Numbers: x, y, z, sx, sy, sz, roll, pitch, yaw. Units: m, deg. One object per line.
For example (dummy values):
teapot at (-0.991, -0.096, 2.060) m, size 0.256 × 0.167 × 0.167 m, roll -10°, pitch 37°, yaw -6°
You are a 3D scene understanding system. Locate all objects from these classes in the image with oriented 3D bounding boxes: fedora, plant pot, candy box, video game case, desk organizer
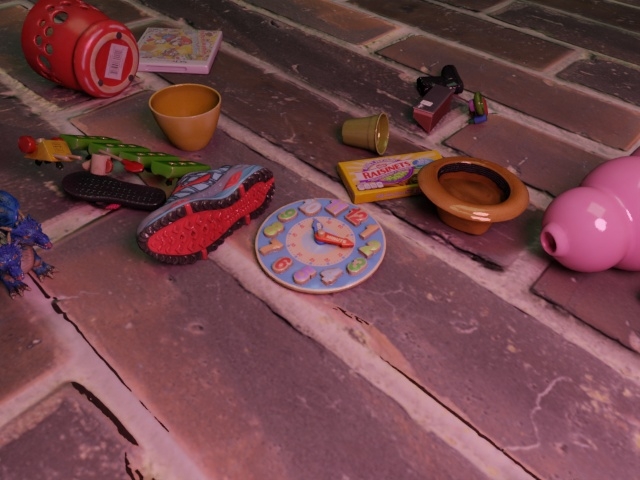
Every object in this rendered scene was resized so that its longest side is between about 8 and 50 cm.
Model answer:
fedora at (0.252, -0.070, 0.870) m, size 0.195 × 0.079 × 0.194 m, roll 1°, pitch 39°, yaw -1°
plant pot at (0.088, -0.216, 1.025) m, size 0.079 × 0.083 × 0.083 m, roll 9°, pitch 42°, yaw 24°
plant pot at (-0.516, -0.417, 1.122) m, size 0.174 × 0.191 × 0.191 m, roll 27°, pitch 48°, yaw 19°
candy box at (0.144, -0.121, 0.957) m, size 0.206 × 0.027 × 0.105 m, roll -10°, pitch 42°, yaw -13°
plant pot at (-0.259, -0.233, 1.003) m, size 0.134 × 0.095 × 0.134 m, roll 2°, pitch 43°, yaw -2°
video game case at (-0.375, -0.497, 1.331) m, size 0.207 × 0.026 × 0.226 m, roll 2°, pitch 43°, yaw -1°
desk organizer at (0.246, -0.290, 1.124) m, size 0.047 × 0.050 × 0.130 m, roll 23°, pitch 47°, yaw 21°

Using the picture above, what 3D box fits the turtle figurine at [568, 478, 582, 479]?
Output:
turtle figurine at (0.237, 0.325, 0.433) m, size 0.266 × 0.274 × 0.198 m, roll 33°, pitch 25°, yaw 3°

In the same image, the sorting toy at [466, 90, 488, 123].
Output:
sorting toy at (0.339, -0.286, 1.121) m, size 0.042 × 0.061 × 0.102 m, roll -10°, pitch -2°, yaw 28°

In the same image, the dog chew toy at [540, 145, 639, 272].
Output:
dog chew toy at (0.491, -0.047, 0.779) m, size 0.332 × 0.206 × 0.206 m, roll -17°, pitch 46°, yaw -10°

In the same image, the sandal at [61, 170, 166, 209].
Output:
sandal at (-0.354, -0.075, 0.875) m, size 0.179 × 0.040 × 0.067 m, roll 13°, pitch 46°, yaw 0°

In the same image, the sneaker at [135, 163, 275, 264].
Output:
sneaker at (-0.197, -0.050, 0.828) m, size 0.125 × 0.104 × 0.262 m, roll 20°, pitch 37°, yaw 32°

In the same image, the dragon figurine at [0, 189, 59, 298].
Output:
dragon figurine at (-0.461, -0.014, 0.723) m, size 0.289 × 0.144 × 0.085 m, roll 32°, pitch 50°, yaw 27°

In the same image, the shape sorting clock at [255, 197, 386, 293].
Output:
shape sorting clock at (0.000, 0.000, 0.809) m, size 0.207 × 0.040 × 0.206 m, roll 1°, pitch 43°, yaw -1°

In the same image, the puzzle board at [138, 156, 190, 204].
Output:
puzzle board at (-0.258, -0.104, 0.928) m, size 0.096 × 0.011 × 0.128 m, roll -26°, pitch 51°, yaw -29°

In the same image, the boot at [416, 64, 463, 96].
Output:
boot at (0.282, -0.386, 1.236) m, size 0.099 × 0.045 × 0.121 m, roll -5°, pitch 45°, yaw -4°

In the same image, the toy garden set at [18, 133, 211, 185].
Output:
toy garden set at (-0.348, -0.130, 0.864) m, size 0.245 × 0.049 × 0.204 m, roll 18°, pitch 15°, yaw 19°
